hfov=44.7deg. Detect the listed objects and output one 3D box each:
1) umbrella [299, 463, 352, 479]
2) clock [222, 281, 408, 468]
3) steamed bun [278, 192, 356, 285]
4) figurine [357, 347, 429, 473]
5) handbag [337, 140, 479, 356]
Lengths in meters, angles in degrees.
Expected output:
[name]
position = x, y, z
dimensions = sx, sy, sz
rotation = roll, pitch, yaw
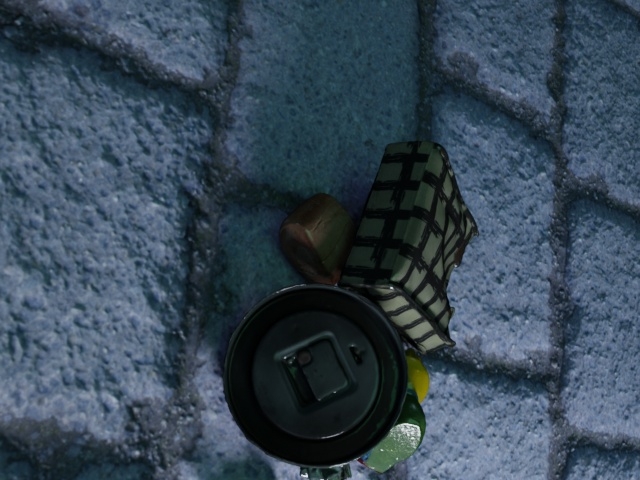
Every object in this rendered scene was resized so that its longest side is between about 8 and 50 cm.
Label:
[umbrella]
position = 0.006, 0.329, 1.442
dimensions = 0.143, 0.094, 0.348
rotation = -9, 78, -17
[clock]
position = -0.010, 0.237, 1.377
dimensions = 0.325, 0.067, 0.324
rotation = 1, 73, -3
[steamed bun]
position = 0.000, 0.000, 1.515
dimensions = 0.145, 0.106, 0.175
rotation = -48, 121, -39
[figurine]
position = 0.139, 0.328, 1.533
dimensions = 0.127, 0.185, 0.234
rotation = 22, 28, -16
[handbag]
position = 0.196, 0.021, 1.563
dimensions = 0.327, 0.163, 0.325
rotation = 46, 56, -46
